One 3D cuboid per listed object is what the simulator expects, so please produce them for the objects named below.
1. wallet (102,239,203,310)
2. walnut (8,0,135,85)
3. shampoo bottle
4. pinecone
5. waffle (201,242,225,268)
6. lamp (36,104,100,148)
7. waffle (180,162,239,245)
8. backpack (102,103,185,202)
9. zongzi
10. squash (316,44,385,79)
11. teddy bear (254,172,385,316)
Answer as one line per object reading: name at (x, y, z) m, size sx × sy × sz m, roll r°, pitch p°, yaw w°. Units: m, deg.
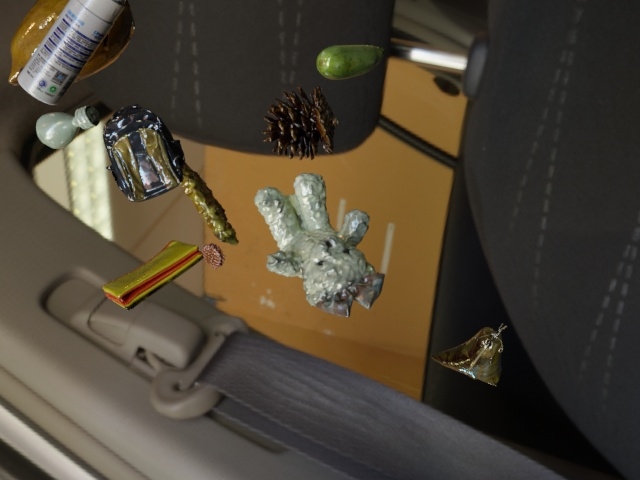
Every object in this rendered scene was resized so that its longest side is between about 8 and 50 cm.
wallet at (-0.426, 0.086, 1.716) m, size 0.241 × 0.141 × 0.067 m, roll -36°, pitch -63°, yaw -28°
walnut at (-0.575, -0.463, 1.543) m, size 0.336 × 0.209 × 0.209 m, roll -46°, pitch -20°, yaw -15°
shampoo bottle at (-0.475, -0.411, 1.328) m, size 0.303 × 0.092 × 0.092 m, roll -49°, pitch -5°, yaw 15°
pinecone at (-0.070, -0.383, 2.230) m, size 0.264 × 0.264 × 0.264 m, roll 13°, pitch -90°, yaw -79°
waffle at (-0.328, 0.045, 2.060) m, size 0.075 × 0.083 × 0.029 m, roll -30°, pitch 2°, yaw 40°
lamp at (-0.715, -0.325, 1.911) m, size 0.106 × 0.192 × 0.106 m, roll -17°, pitch -90°, yaw -71°
waffle at (-0.365, -0.115, 2.170) m, size 0.068 × 0.325 × 0.302 m, roll -32°, pitch -3°, yaw -2°
backpack at (-0.473, -0.236, 1.793) m, size 0.133 × 0.206 × 0.258 m, roll 178°, pitch 69°, yaw -81°
zongzi at (0.360, 0.265, 1.677) m, size 0.084 × 0.184 × 0.187 m, roll -56°, pitch -31°, yaw -37°
squash at (0.120, -0.643, 2.417) m, size 0.370 × 0.118 × 0.118 m, roll -23°, pitch -51°, yaw -48°
teddy bear at (0.000, 0.000, 1.853) m, size 0.362 × 0.327 × 0.376 m, roll -170°, pitch 60°, yaw -77°
